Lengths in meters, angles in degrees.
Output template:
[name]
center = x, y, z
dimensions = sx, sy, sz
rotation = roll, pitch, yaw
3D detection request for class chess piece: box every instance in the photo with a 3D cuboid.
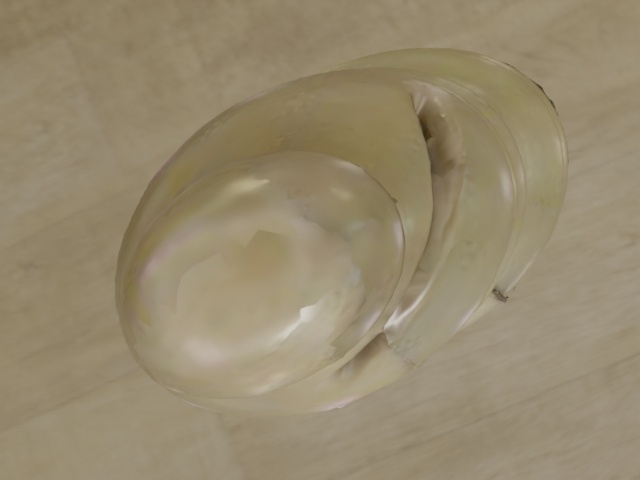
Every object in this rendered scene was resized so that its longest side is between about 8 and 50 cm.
[chess piece]
center = 0.000, 0.000, 0.531
dimensions = 0.139, 0.307, 0.124
rotation = 4, 96, 10
